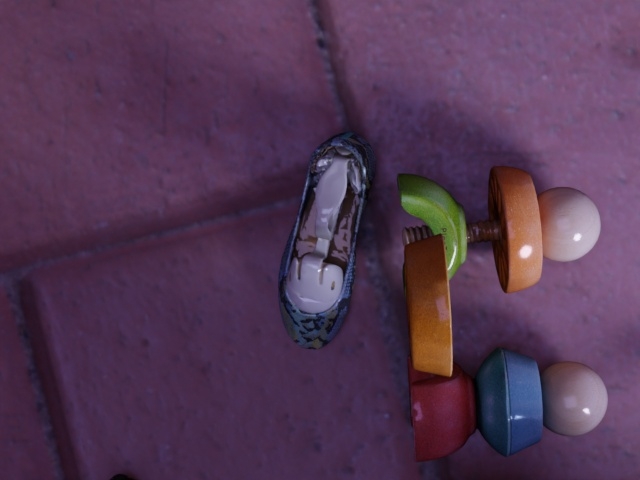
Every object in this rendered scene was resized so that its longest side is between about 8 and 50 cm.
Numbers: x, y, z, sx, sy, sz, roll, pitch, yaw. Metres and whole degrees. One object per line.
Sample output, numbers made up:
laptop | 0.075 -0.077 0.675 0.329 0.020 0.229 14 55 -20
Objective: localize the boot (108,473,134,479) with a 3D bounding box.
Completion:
boot | -0.177 0.341 0.953 0.161 0.083 0.246 -29 84 14

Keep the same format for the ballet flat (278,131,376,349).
ballet flat | 0.000 0.000 0.928 0.070 0.070 0.188 10 92 9

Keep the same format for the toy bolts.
toy bolts | 0.146 0.069 0.849 0.159 0.218 0.228 -3 108 3
